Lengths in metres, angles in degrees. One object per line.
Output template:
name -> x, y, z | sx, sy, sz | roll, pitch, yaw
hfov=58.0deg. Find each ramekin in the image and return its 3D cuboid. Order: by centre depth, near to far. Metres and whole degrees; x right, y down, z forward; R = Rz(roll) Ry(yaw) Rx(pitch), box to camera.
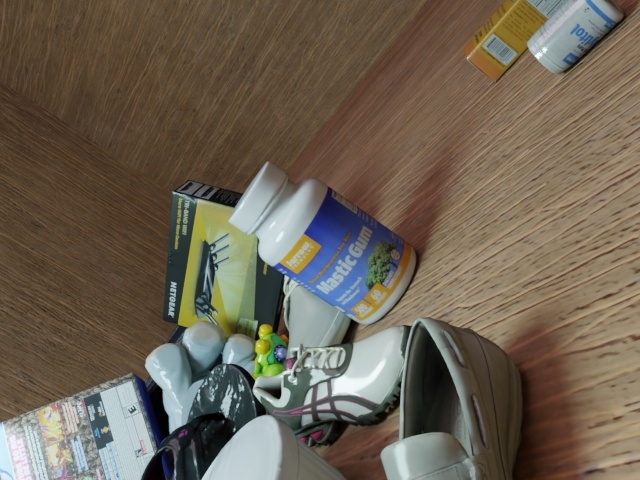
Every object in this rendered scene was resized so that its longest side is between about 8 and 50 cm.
ramekin -> -0.070, 0.341, 0.628 | 0.273, 0.127, 0.273 | -51, 14, 18

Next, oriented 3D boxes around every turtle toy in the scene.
turtle toy -> -0.087, 0.217, 1.035 | 0.130, 0.066, 0.095 | -87, 6, -66

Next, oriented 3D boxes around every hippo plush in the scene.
hippo plush -> -0.212, 0.329, 1.159 | 0.236, 0.234, 0.294 | 112, 141, -57

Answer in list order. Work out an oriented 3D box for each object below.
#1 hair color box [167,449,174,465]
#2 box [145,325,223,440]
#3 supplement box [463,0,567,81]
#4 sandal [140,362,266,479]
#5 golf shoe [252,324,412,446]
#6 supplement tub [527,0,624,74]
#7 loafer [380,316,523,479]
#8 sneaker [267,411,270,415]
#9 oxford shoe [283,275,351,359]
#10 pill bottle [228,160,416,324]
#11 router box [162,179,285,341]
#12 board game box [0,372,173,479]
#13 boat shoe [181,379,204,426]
hair color box -> -0.485, 0.591, 1.373 | 0.113, 0.185, 0.374 | -12, 32, 20
box -> -0.284, 0.292, 1.445 | 0.343, 0.179, 0.312 | -50, 15, 25
supplement box -> 0.359, -0.398, 1.009 | 0.233, 0.080, 0.078 | -46, 18, 31
sandal -> -0.192, 0.387, 0.790 | 0.167, 0.107, 0.446 | 6, 73, 40
golf shoe -> 0.015, 0.180, 0.743 | 0.273, 0.120, 0.105 | -45, 15, 37
supplement tub -> 0.347, -0.290, 0.790 | 0.107, 0.071, 0.071 | -47, 15, 39
loafer -> 0.091, 0.192, 0.432 | 0.112, 0.111, 0.319 | -47, 15, 35
sneaker -> -0.069, 0.281, 0.947 | 0.158, 0.061, 0.065 | -34, 33, 64
oxford shoe -> -0.014, 0.087, 1.071 | 0.169, 0.130, 0.449 | -45, 17, 34
pill bottle -> 0.000, 0.000, 0.894 | 0.152, 0.272, 0.152 | -52, 13, 17
router box -> -0.189, 0.054, 1.192 | 0.081, 0.243, 0.309 | -65, -12, -63
board game box -> -0.481, 0.442, 1.187 | 0.291, 0.232, 0.141 | -19, -18, -13
boat shoe -> -0.165, 0.382, 0.923 | 0.113, 0.105, 0.306 | -32, 48, 25
